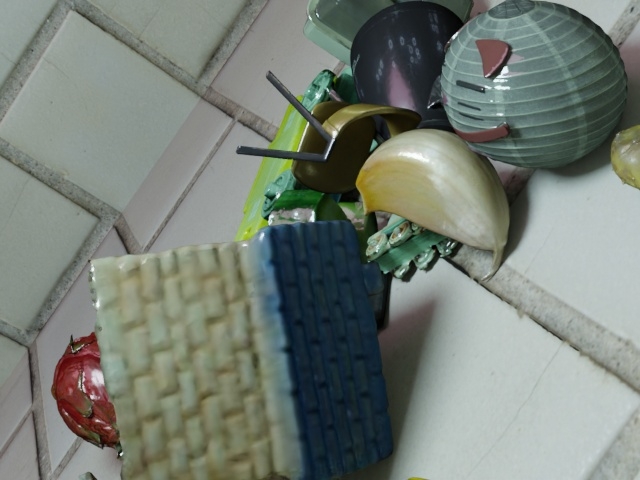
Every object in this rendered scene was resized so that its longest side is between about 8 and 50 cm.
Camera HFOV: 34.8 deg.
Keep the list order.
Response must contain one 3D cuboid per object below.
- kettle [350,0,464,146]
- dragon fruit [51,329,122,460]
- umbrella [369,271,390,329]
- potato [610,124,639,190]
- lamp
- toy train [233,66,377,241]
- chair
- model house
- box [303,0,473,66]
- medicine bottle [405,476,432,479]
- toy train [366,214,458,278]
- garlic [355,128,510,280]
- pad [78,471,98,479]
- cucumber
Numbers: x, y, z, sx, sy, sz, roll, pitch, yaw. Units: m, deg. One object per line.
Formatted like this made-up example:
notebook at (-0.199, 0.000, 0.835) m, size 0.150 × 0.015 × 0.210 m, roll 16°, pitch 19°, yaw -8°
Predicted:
kettle at (0.159, -0.203, 1.698) m, size 0.268 × 0.207 × 0.290 m, roll 111°, pitch 159°, yaw -48°
dragon fruit at (-0.405, 0.298, 2.039) m, size 0.244 × 0.244 × 0.299 m, roll -53°, pitch 46°, yaw 6°
umbrella at (0.091, 0.087, 1.611) m, size 0.036 × 0.031 × 0.133 m, roll -14°, pitch 40°, yaw 20°
potato at (0.398, -0.097, 1.196) m, size 0.092 × 0.070 × 0.138 m, roll -54°, pitch 24°, yaw 0°
lamp at (0.278, -0.214, 1.367) m, size 0.233 × 0.233 × 0.265 m, roll -54°, pitch 25°, yaw 5°
toy train at (-0.023, -0.125, 1.953) m, size 0.272 × 0.179 × 0.442 m, roll -31°, pitch 34°, yaw 56°
chair at (0.023, -0.157, 1.563) m, size 0.247 × 0.158 × 0.173 m, roll 33°, pitch 106°, yaw 42°
model house at (-0.096, 0.192, 1.441) m, size 0.445 × 0.399 × 0.395 m, roll 142°, pitch 115°, yaw -78°
box at (0.126, -0.412, 1.881) m, size 0.221 × 0.290 × 0.166 m, roll -65°, pitch 12°, yaw -21°
medicine bottle at (0.073, 0.417, 1.146) m, size 0.111 × 0.076 × 0.309 m, roll -23°, pitch 39°, yaw 62°
toy train at (0.150, -0.018, 1.579) m, size 0.194 × 0.080 × 0.125 m, roll -32°, pitch 23°, yaw 43°
garlic at (0.172, -0.068, 1.446) m, size 0.244 × 0.145 × 0.164 m, roll 31°, pitch 101°, yaw 28°
pad at (-0.203, 0.457, 1.321) m, size 0.018 × 0.287 × 0.284 m, roll -33°, pitch 48°, yaw -10°
cucumber at (-0.002, 0.008, 1.675) m, size 0.130 × 0.191 × 0.191 m, roll -7°, pitch 49°, yaw 32°
